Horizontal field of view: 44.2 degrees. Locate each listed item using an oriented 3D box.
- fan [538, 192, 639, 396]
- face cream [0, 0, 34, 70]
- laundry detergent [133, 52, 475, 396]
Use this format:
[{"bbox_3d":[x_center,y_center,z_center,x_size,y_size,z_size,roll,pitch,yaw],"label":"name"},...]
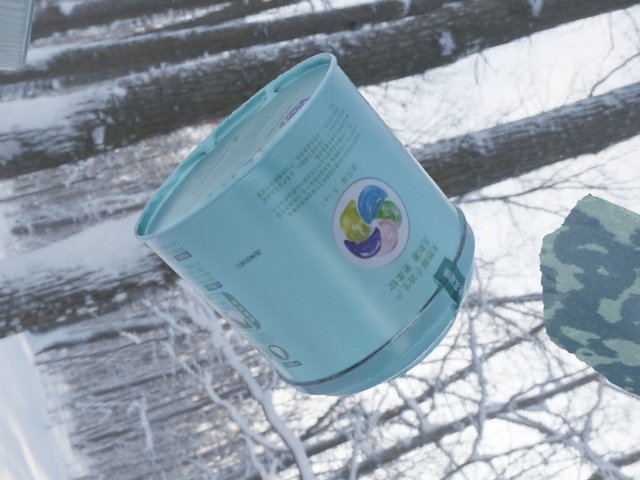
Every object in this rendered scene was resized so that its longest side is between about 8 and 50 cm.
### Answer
[{"bbox_3d":[0.189,0.048,0.394,0.131,0.240,0.009,-30,-145,45],"label":"fan"},{"bbox_3d":[-0.226,-0.188,0.357,0.201,0.187,0.201,-177,-90,-67],"label":"face cream"},{"bbox_3d":[0.000,0.000,0.886,0.305,0.287,0.287,47,-12,-20],"label":"laundry detergent"}]
